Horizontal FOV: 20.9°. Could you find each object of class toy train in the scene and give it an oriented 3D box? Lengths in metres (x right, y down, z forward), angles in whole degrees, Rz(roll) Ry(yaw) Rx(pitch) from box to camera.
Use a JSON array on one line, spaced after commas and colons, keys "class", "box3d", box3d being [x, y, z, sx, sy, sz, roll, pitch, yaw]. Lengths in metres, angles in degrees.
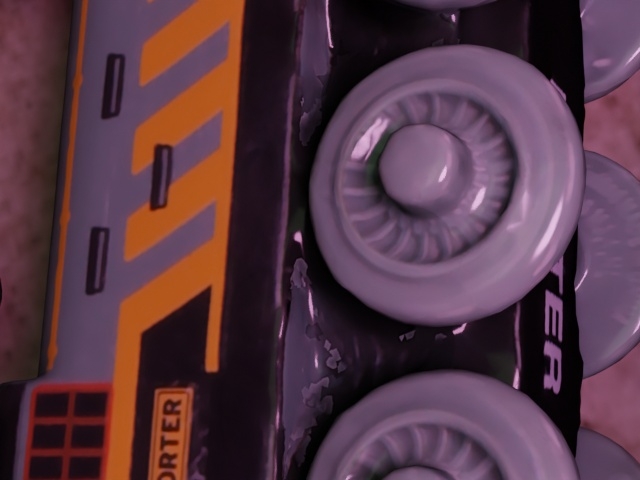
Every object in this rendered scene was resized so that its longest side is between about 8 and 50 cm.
[{"class": "toy train", "box3d": [0.000, 0.000, 0.518, 0.190, 0.142, 0.334, -3, 76, 24]}]

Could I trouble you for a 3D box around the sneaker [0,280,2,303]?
[{"class": "sneaker", "box3d": [-0.226, -0.044, 0.604, 0.121, 0.099, 0.262, -37, 70, 8]}]
